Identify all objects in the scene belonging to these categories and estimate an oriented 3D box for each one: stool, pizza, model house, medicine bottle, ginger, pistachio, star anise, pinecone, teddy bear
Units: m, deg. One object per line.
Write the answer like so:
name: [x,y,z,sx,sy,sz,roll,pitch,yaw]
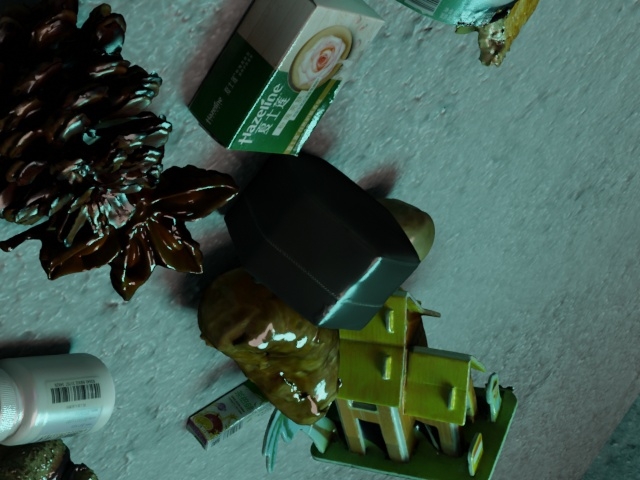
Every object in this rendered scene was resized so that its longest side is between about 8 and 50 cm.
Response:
stool: [0.000,0.000,1.674,0.141,0.232,0.232,-50,154,17]
pizza: [0.219,-0.336,1.598,0.223,0.089,0.323,-61,164,-12]
model house: [0.097,0.231,2.012,0.340,0.300,0.323,-60,147,-41]
medicine bottle: [-0.341,0.189,1.590,0.186,0.103,0.103,1,130,-57]
ginger: [-0.056,0.124,1.820,0.165,0.172,0.321,-9,148,22]
pistachio: [0.076,0.007,1.908,0.185,0.108,0.126,-25,113,-7]
star anise: [-0.206,-0.042,1.426,0.220,0.126,0.190,24,113,-33]
pinecone: [-0.231,-0.100,1.195,0.221,0.221,0.221,-34,153,-20]
teddy bear: [-0.371,0.295,1.694,0.251,0.182,0.129,51,49,-63]

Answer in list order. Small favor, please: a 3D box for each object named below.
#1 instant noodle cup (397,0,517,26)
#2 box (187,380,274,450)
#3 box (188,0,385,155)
instant noodle cup: [0.155,-0.349,1.357,0.251,0.251,0.190,-22,155,-38]
box: [-0.110,0.252,2.084,0.207,0.050,0.041,-31,156,-26]
box: [-0.038,-0.194,1.480,0.135,0.081,0.199,-2,130,-54]
